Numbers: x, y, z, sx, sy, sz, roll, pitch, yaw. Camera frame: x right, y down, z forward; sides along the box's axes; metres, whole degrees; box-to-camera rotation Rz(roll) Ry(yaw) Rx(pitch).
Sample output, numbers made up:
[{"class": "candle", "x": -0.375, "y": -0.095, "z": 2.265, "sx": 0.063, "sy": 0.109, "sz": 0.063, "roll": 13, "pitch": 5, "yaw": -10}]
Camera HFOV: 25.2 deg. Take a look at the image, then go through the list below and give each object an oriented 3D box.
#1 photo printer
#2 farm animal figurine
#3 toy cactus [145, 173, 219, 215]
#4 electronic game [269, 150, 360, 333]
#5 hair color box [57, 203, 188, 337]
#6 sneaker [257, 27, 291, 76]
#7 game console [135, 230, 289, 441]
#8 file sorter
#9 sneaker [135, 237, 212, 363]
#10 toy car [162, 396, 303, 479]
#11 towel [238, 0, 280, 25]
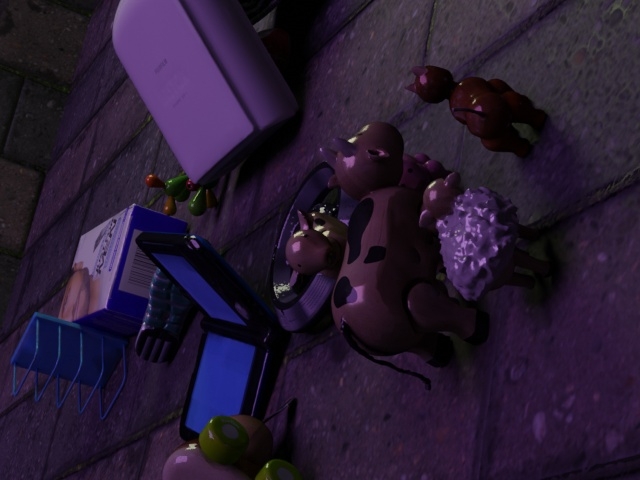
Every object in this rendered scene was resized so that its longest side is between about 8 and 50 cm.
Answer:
[{"class": "photo printer", "x": -0.183, "y": -0.260, "z": 2.089, "sx": 0.107, "sy": 0.308, "sz": 0.256, "roll": -29, "pitch": -2, "yaw": -32}, {"class": "farm animal figurine", "x": 0.061, "y": -0.014, "z": 1.379, "sx": 0.330, "sy": 0.172, "sz": 0.327, "roll": -52, "pitch": 27, "yaw": 40}, {"class": "toy cactus", "x": -0.189, "y": -0.137, "z": 2.270, "sx": 0.180, "sy": 0.112, "sz": 0.219, "roll": -48, "pitch": 19, "yaw": 25}, {"class": "electronic game", "x": 0.000, "y": 0.000, "z": 1.703, "sx": 0.229, "sy": 0.048, "sz": 0.229, "roll": -53, "pitch": 26, "yaw": 40}, {"class": "hair color box", "x": -0.346, "y": 0.064, "z": 2.454, "sx": 0.339, "sy": 0.110, "sz": 0.185, "roll": -24, "pitch": 50, "yaw": 65}, {"class": "sneaker", "x": -0.109, "y": -0.282, "z": 2.195, "sx": 0.225, "sy": 0.088, "sz": 0.093, "roll": -26, "pitch": 43, "yaw": 60}, {"class": "game console", "x": -0.171, "y": 0.133, "z": 1.860, "sx": 0.173, "sy": 0.250, "sz": 0.293, "roll": -46, "pitch": 16, "yaw": -14}, {"class": "file sorter", "x": -0.424, "y": 0.217, "z": 2.417, "sx": 0.118, "sy": 0.170, "sz": 0.104, "roll": -58, "pitch": 25, "yaw": 29}, {"class": "sneaker", "x": -0.227, "y": 0.075, "z": 2.175, "sx": 0.224, "sy": 0.083, "sz": 0.098, "roll": -61, "pitch": 17, "yaw": 24}, {"class": "toy car", "x": -0.083, "y": 0.256, "z": 1.625, "sx": 0.155, "sy": 0.149, "sz": 0.188, "roll": -53, "pitch": -3, "yaw": 30}, {"class": "towel", "x": -0.095, "y": -0.422, "z": 2.177, "sx": 0.283, "sy": 0.121, "sz": 0.235, "roll": -37, "pitch": 21, "yaw": 54}]
